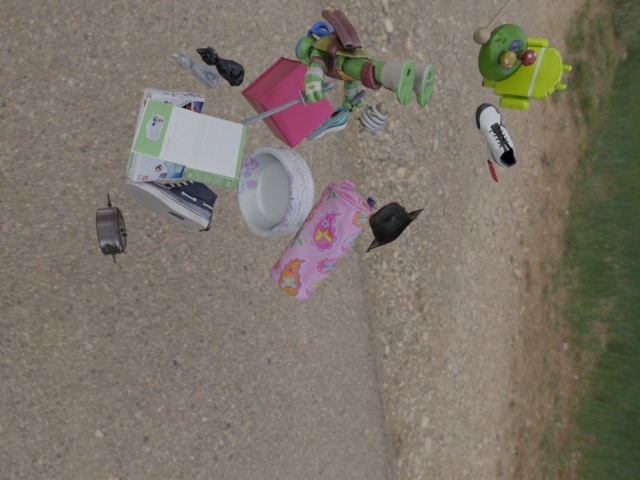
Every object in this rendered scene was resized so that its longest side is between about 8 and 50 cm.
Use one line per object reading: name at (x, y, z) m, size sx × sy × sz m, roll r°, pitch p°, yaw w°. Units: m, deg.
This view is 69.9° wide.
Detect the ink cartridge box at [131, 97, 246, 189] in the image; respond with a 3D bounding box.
ink cartridge box at (-0.299, -0.224, 1.068) m, size 0.235 × 0.056 × 0.171 m, roll 11°, pitch 58°, yaw -15°

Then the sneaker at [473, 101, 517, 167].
sneaker at (0.258, -0.152, 0.665) m, size 0.040 × 0.043 × 0.109 m, roll -34°, pitch 119°, yaw 7°

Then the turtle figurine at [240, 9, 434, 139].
turtle figurine at (0.052, -0.266, 0.848) m, size 0.198 × 0.266 × 0.274 m, roll 38°, pitch 74°, yaw -58°

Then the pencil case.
pencil case at (0.000, 0.000, 1.047) m, size 0.124 × 0.124 × 0.284 m, roll 15°, pitch 116°, yaw -45°

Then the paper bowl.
paper bowl at (-0.132, -0.155, 1.477) m, size 0.148 × 0.284 × 0.284 m, roll -7°, pitch 95°, yaw -47°

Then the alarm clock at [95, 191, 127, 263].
alarm clock at (-0.567, -0.044, 1.246) m, size 0.064 × 0.129 × 0.192 m, roll -10°, pitch 72°, yaw -16°

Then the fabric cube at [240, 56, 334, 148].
fabric cube at (-0.146, -0.607, 2.006) m, size 0.254 × 0.259 × 0.258 m, roll -43°, pitch 127°, yaw -2°

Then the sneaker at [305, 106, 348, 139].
sneaker at (0.004, -0.556, 2.134) m, size 0.275 × 0.110 × 0.107 m, roll -25°, pitch 69°, yaw -16°

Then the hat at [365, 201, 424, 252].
hat at (0.303, -0.090, 2.074) m, size 0.134 × 0.331 × 0.331 m, roll 53°, pitch 51°, yaw -6°

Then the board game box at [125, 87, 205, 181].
board game box at (-0.505, -0.336, 1.492) m, size 0.193 × 0.053 × 0.305 m, roll -14°, pitch 138°, yaw -52°

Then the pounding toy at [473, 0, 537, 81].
pounding toy at (0.606, -0.611, 1.468) m, size 0.183 × 0.110 × 0.237 m, roll -40°, pitch 131°, yaw 4°

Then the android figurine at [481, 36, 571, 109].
android figurine at (0.713, -0.580, 1.591) m, size 0.056 × 0.273 × 0.248 m, roll 2°, pitch 103°, yaw -60°

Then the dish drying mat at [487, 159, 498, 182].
dish drying mat at (0.558, -0.224, 1.486) m, size 0.008 × 0.032 × 0.083 m, roll -32°, pitch 130°, yaw 5°

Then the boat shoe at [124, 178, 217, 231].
boat shoe at (-0.530, -0.172, 1.664) m, size 0.340 × 0.127 × 0.158 m, roll 36°, pitch 56°, yaw -40°

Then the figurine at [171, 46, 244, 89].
figurine at (-0.445, -0.688, 1.800) m, size 0.209 × 0.215 × 0.092 m, roll 21°, pitch 76°, yaw -60°

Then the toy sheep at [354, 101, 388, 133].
toy sheep at (0.159, -0.380, 1.428) m, size 0.091 × 0.132 × 0.091 m, roll 21°, pitch 51°, yaw -29°
